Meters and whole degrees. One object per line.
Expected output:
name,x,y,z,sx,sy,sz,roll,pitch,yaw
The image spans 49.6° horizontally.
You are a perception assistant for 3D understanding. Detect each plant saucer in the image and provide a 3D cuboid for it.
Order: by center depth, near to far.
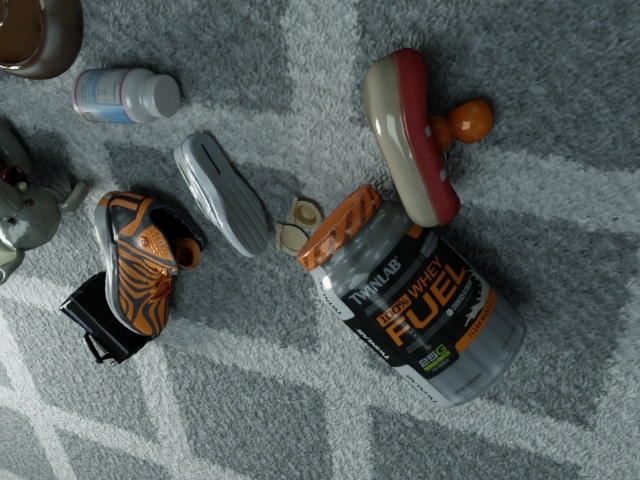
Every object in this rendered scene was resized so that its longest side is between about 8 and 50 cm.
plant saucer,-0.527,-0.399,1.120,0.310,0.050,0.311,15,129,19

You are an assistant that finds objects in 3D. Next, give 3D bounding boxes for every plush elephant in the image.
plush elephant,-0.594,-0.072,1.268,0.255,0.272,0.330,16,156,31

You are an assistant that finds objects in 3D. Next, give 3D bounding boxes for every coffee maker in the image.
coffee maker,-0.443,0.157,1.472,0.171,0.120,0.178,-36,105,18

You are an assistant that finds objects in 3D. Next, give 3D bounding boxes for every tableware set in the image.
tableware set,0.000,0.000,1.150,0.168,0.020,0.141,28,133,7

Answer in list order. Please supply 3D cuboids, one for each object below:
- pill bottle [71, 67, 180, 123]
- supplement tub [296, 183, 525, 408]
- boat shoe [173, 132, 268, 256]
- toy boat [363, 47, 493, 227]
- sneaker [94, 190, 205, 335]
pill bottle,-0.307,-0.229,1.099,0.160,0.087,0.087,6,127,25
supplement tub,0.128,0.078,1.018,0.316,0.193,0.193,43,133,-7
boat shoe,-0.165,-0.073,1.159,0.076,0.083,0.226,-14,105,49
toy boat,0.150,-0.141,0.898,0.151,0.151,0.231,-22,116,6
sneaker,-0.305,0.063,1.299,0.180,0.124,0.321,10,128,24
